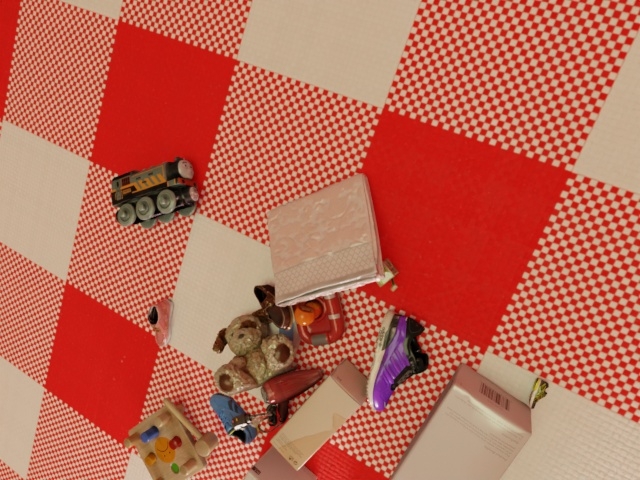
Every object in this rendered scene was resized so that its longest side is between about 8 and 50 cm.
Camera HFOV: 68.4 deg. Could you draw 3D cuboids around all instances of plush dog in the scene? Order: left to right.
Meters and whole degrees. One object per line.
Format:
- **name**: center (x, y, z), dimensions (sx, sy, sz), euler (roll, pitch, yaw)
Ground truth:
- **plush dog**: center (-0.208, 0.334, 1.469), dimensions (0.262, 0.211, 0.226), euler (-30, 67, 2)

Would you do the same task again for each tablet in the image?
- **tablet**: center (-0.107, 0.294, 1.490), dimensions (0.054, 0.006, 0.084), euler (7, 100, 22)

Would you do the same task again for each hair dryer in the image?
- **hair dryer**: center (-0.120, 0.482, 1.449), dimensions (0.293, 0.223, 0.080), euler (-38, 58, 7)

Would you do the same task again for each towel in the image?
- **towel**: center (0.000, 0.000, 1.315), dimensions (0.331, 0.053, 0.317), euler (-19, 62, 23)

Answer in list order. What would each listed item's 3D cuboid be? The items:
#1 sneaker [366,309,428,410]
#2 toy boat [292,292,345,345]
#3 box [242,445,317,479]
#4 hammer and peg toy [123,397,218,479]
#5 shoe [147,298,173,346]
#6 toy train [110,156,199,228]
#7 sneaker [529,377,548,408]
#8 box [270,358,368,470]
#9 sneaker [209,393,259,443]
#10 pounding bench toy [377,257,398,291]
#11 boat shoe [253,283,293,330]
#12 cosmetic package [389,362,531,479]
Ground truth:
- **sneaker**: center (0.220, 0.351, 1.304), dimensions (0.145, 0.102, 0.294), euler (13, 102, 20)
- **toy boat**: center (-0.027, 0.201, 1.364), dimensions (0.150, 0.151, 0.231), euler (-13, 92, 24)
- **box**: center (-0.137, 0.767, 1.468), dimensions (0.180, 0.181, 0.119), euler (36, 111, 15)
- **hammer and peg toy**: center (-0.508, 0.698, 1.650), dimensions (0.361, 0.127, 0.266), euler (-38, 79, 23)
- **shoe**: center (-0.567, 0.295, 1.646), dimensions (0.063, 0.081, 0.178), euler (16, 103, 21)
- **toy train**: center (-0.551, -0.155, 1.559), dimensions (0.333, 0.142, 0.191), euler (-14, 81, 24)
- **sneaker**: center (0.558, 0.395, 1.203), dimensions (0.035, 0.031, 0.084), euler (17, 103, 20)
- **box**: center (0.004, 0.512, 1.396), dimensions (0.121, 0.148, 0.311), euler (43, 112, 12)
- **sneaker**: center (-0.301, 0.594, 1.572), dimensions (0.209, 0.082, 0.069), euler (36, 111, 17)
- **pounding bench toy**: center (0.187, 0.100, 1.306), dimensions (0.052, 0.065, 0.083), euler (-42, 80, 21)
- **boat shoe**: center (-0.145, 0.196, 1.396), dimensions (0.207, 0.073, 0.073), euler (41, 112, 57)
- **cosmetic package**: center (0.360, 0.557, 1.245), dimensions (0.217, 0.156, 0.385), euler (33, 109, 17)
